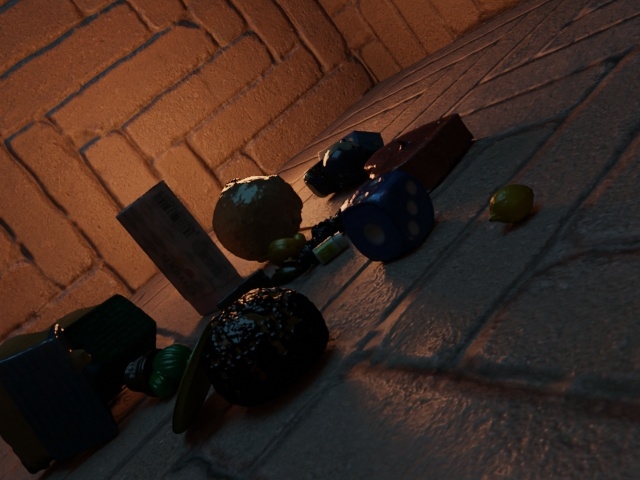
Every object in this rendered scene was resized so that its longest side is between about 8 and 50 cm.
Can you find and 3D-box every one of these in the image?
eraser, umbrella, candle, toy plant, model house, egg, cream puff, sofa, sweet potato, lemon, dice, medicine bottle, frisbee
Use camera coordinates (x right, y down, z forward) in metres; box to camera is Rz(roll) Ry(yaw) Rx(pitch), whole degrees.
[{"bbox_3d":[-0.396,0.032,1.955,0.213,0.397,0.082,-24,19,47],"label":"eraser"},{"bbox_3d":[-0.002,-0.001,1.759,0.224,0.071,0.080,-51,6,-38],"label":"umbrella"},{"bbox_3d":[0.246,-0.220,1.729,0.287,0.131,0.317,-33,15,9],"label":"candle"},{"bbox_3d":[-0.375,0.313,1.617,0.200,0.105,0.143,-17,32,26],"label":"toy plant"},{"bbox_3d":[-0.603,0.343,1.720,0.343,0.334,0.382,-15,19,34],"label":"model house"},{"bbox_3d":[-0.196,-0.069,2.090,0.310,0.279,0.279,-22,20,45],"label":"egg"},{"bbox_3d":[-0.107,0.181,1.217,0.239,0.165,0.239,-38,11,9],"label":"cream puff"},{"bbox_3d":[-0.179,0.146,1.691,0.147,0.085,0.060,-39,10,-8],"label":"sofa"},{"bbox_3d":[-0.103,0.096,1.767,0.153,0.038,0.041,-32,9,30],"label":"sweet potato"},{"bbox_3d":[0.318,-0.059,1.139,0.092,0.065,0.065,-37,13,-8],"label":"lemon"},{"bbox_3d":[0.138,-0.052,1.401,0.143,0.146,0.146,-19,22,48],"label":"dice"},{"bbox_3d":[0.025,0.018,1.670,0.083,0.047,0.047,-37,13,3],"label":"medicine bottle"},{"bbox_3d":[-0.230,0.259,1.307,0.236,0.017,0.236,18,-90,-85],"label":"frisbee"}]

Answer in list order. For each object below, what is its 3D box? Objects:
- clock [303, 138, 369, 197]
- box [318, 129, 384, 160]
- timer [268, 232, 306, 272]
[{"bbox_3d":[0.062,-0.236,2.224,0.200,0.146,0.243,-32,4,-32],"label":"clock"},{"bbox_3d":[0.108,-0.313,2.381,0.139,0.073,0.194,-6,-13,-43],"label":"box"},{"bbox_3d":[-0.084,0.024,1.797,0.107,0.107,0.109,-26,55,41],"label":"timer"}]
